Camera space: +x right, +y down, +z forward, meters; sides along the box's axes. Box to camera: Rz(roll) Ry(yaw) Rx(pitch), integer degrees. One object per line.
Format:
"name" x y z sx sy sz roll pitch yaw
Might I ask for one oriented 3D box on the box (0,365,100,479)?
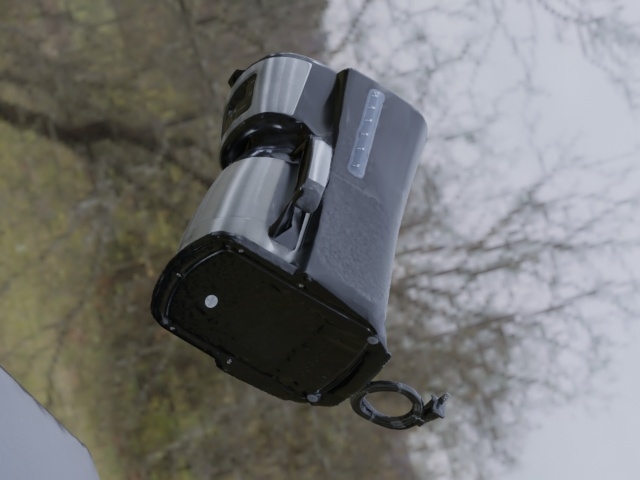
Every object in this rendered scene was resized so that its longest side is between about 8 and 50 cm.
"box" -0.399 0.261 1.004 0.297 0.472 0.480 64 1 31

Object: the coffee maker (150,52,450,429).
"coffee maker" 0.000 0.000 0.941 0.171 0.120 0.178 50 37 -29
